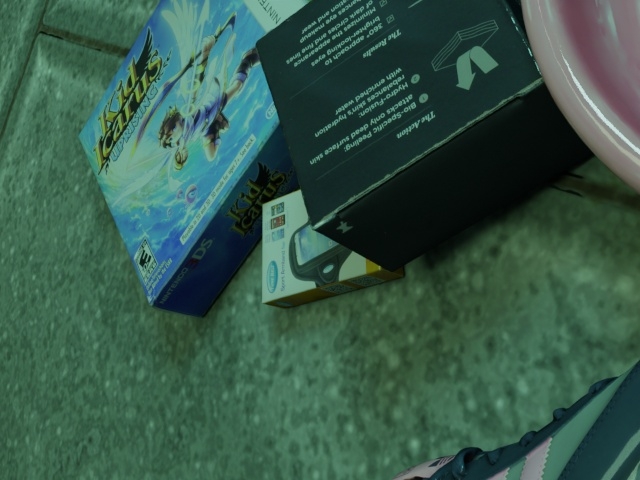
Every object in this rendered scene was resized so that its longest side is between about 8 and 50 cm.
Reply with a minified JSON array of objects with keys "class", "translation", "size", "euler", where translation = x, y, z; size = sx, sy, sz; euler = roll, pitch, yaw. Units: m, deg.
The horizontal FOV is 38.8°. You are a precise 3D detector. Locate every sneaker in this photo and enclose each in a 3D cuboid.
[{"class":"sneaker","translation":[0.095,0.134,0.455],"size":[0.319,0.112,0.131],"euler":[-57,47,16]}]

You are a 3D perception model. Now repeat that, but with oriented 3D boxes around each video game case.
[{"class":"video game case","translation":[-0.095,-0.115,0.777],"size":[0.269,0.061,0.244],"euler":[-52,45,22]}]

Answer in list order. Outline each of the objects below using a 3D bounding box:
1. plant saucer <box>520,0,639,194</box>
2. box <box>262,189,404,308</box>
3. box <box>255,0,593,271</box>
[{"class":"plant saucer","translation":[0.249,-0.148,0.381],"size":[0.332,0.084,0.332],"euler":[-10,74,38]},{"class":"box","translation":[0.000,0.000,0.663],"size":[0.136,0.028,0.081],"euler":[-18,65,40]},{"class":"box","translation":[0.060,-0.092,0.560],"size":[0.156,0.093,0.158],"euler":[-32,55,23]}]
